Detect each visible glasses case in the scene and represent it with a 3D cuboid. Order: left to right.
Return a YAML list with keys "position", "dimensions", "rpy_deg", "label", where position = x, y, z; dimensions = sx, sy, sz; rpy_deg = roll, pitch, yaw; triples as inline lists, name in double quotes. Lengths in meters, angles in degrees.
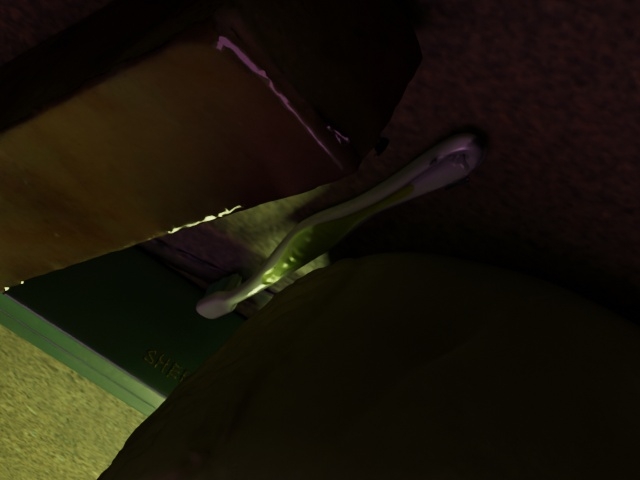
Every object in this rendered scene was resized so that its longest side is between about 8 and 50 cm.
- position: [-0.132, 0.040, 0.783]
  dimensions: [0.184, 0.078, 0.039]
  rpy_deg: [34, 143, -6]
  label: "glasses case"

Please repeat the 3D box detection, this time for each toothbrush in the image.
- position: [0.000, 0.000, 0.676]
  dimensions: [0.022, 0.026, 0.263]
  rpy_deg: [35, 147, -18]
  label: "toothbrush"

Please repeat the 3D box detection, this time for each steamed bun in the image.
- position: [0.059, 0.138, 0.608]
  dimensions: [0.272, 0.290, 0.273]
  rpy_deg: [-31, 107, 38]
  label: "steamed bun"

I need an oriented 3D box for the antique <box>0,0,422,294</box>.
- position: [-0.090, -0.056, 0.609]
  dimensions: [0.310, 0.093, 0.087]
  rpy_deg: [-16, 126, 48]
  label: "antique"
